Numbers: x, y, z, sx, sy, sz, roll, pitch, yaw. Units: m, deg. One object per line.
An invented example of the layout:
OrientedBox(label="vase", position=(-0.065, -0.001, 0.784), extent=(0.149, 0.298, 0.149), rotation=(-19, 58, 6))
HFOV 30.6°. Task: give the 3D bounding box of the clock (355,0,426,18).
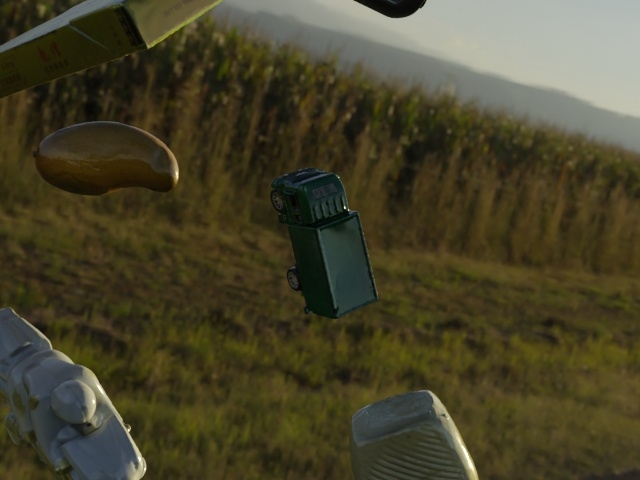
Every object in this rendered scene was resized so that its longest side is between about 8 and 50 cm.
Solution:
OrientedBox(label="clock", position=(0.046, -0.400, 1.253), extent=(0.278, 0.273, 0.049), rotation=(23, 35, -17))

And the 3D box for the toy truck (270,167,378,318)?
OrientedBox(label="toy truck", position=(0.000, 0.000, 1.213), extent=(0.065, 0.147, 0.079), rotation=(-21, 14, -31))

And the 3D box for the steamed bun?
OrientedBox(label="steamed bun", position=(0.138, 0.331, 1.735), extent=(0.170, 0.239, 0.153), rotation=(-21, 25, 6))

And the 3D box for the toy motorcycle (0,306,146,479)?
OrientedBox(label="toy motorcycle", position=(-0.197, 0.143, 0.911), extent=(0.074, 0.151, 0.229), rotation=(-29, 60, -24))

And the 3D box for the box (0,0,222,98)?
OrientedBox(label="box", position=(-0.170, -0.169, 0.919), extent=(0.279, 0.041, 0.153), rotation=(-8, 25, 48))

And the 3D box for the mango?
OrientedBox(label="mango", position=(-0.280, -0.106, 1.530), extent=(0.190, 0.098, 0.075), rotation=(3, 7, -2))
